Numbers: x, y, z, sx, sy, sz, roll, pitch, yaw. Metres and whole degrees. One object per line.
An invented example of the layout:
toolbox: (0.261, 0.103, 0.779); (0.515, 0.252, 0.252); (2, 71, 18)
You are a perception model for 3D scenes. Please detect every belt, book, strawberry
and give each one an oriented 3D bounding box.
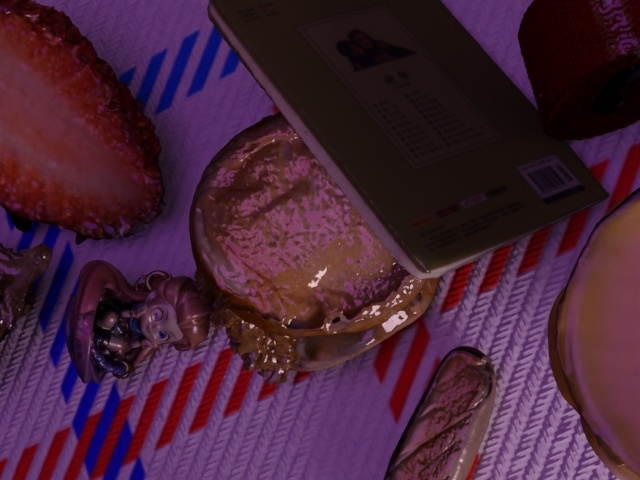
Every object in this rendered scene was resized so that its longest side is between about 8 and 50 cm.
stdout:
belt: (0.250, -0.180, 1.328); (0.128, 0.201, 0.124); (-10, 73, -13)
book: (0.082, -0.127, 1.387); (0.352, 0.239, 0.035); (52, 144, 24)
strawberry: (-0.284, -0.123, 1.597); (0.306, 0.138, 0.233); (43, 119, -1)

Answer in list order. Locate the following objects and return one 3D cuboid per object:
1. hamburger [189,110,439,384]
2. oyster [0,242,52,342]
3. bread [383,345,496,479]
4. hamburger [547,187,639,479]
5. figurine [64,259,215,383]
hamburger: (0.000, 0.000, 1.426); (0.243, 0.146, 0.286); (15, 79, 19)
oyster: (-0.434, 0.094, 1.620); (0.361, 0.096, 0.221); (-42, 62, 10)
bread: (0.107, 0.201, 1.388); (0.073, 0.053, 0.214); (21, 86, 21)
hamburger: (0.326, 0.090, 1.221); (0.276, 0.237, 0.276); (-2, 80, 14)
figurine: (-0.185, 0.074, 1.519); (0.157, 0.114, 0.126); (-19, 105, -10)
